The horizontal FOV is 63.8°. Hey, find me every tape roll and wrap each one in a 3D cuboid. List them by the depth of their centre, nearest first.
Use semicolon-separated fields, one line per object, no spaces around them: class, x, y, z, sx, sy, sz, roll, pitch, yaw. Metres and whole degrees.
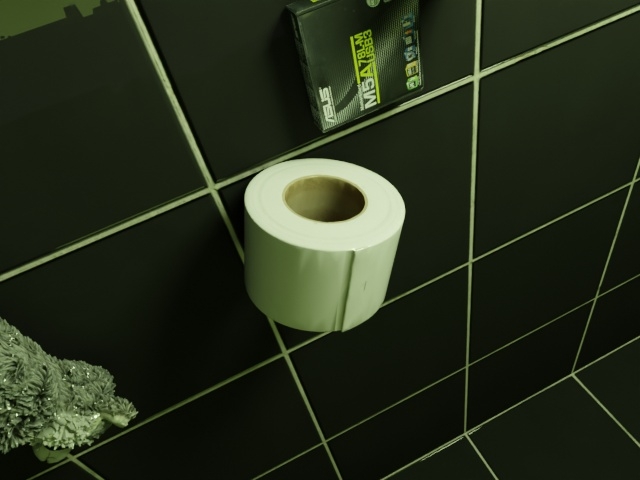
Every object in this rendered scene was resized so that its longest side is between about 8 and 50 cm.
tape roll;0.000;0.000;0.823;0.246;0.246;0.169;-11;131;-22

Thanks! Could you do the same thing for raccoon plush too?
raccoon plush;-0.431;0.172;0.765;0.299;0.216;0.446;-6;130;-36

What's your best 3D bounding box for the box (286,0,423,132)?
box;0.059;-0.279;0.757;0.184;0.045;0.190;-26;135;-11
